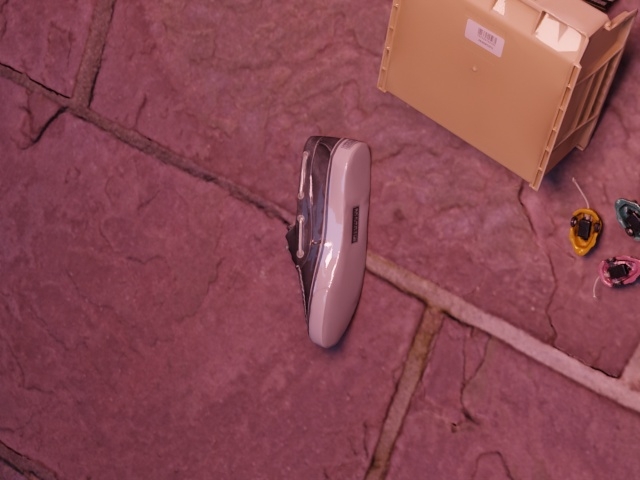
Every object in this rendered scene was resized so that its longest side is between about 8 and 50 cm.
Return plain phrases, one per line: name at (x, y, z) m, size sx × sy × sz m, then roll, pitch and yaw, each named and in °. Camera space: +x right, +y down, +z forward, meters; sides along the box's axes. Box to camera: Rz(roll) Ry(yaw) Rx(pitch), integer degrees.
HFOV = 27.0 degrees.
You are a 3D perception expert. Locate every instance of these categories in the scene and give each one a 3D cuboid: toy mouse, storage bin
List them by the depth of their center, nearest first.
storage bin at (0.221, -0.239, 1.639) m, size 0.262 × 0.123 × 0.260 m, roll 36°, pitch 146°, yaw 20°
toy mouse at (0.391, 0.003, 1.712) m, size 0.143 × 0.031 × 0.161 m, roll 9°, pitch 106°, yaw 30°

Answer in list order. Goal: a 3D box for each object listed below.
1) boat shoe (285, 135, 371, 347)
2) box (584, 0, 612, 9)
boat shoe at (0.000, 0.000, 1.903) m, size 0.102 × 0.108 × 0.301 m, roll 12°, pitch 105°, yaw 28°
box at (0.384, -0.383, 1.585) m, size 0.232 × 0.087 × 0.058 m, roll -47°, pitch 53°, yaw 29°
